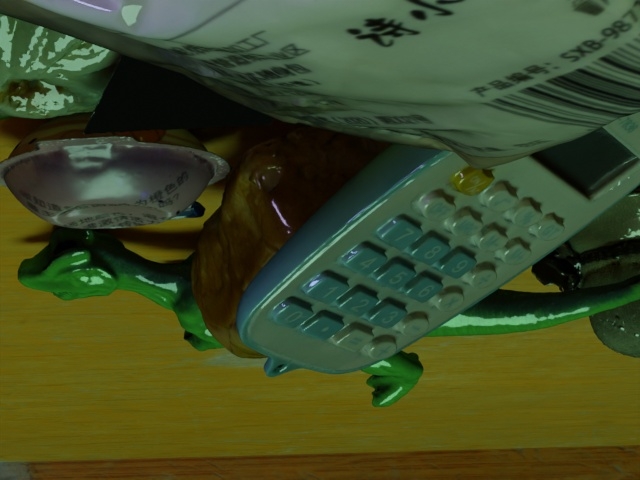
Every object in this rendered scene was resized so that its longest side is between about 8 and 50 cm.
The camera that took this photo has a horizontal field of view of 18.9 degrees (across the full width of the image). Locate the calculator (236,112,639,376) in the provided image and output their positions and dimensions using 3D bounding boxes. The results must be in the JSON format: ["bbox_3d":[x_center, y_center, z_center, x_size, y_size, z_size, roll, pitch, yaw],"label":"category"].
[{"bbox_3d":[0.105,-0.022,1.357,0.386,0.054,0.256,-40,154,13],"label":"calculator"}]

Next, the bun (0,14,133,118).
[{"bbox_3d":[-0.160,-0.130,1.095,0.195,0.118,0.195,-3,168,-1],"label":"bun"}]

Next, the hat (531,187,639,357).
[{"bbox_3d":[0.319,0.042,1.789,0.257,0.130,0.257,-1,165,0],"label":"hat"}]

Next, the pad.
[{"bbox_3d":[-0.052,-0.117,1.108,0.190,0.004,0.127,-8,133,-58],"label":"pad"}]

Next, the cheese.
[{"bbox_3d":[-0.158,-0.045,1.512,0.188,0.074,0.286,-3,169,7],"label":"cheese"}]

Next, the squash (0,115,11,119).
[{"bbox_3d":[-0.240,-0.107,1.266,0.219,0.068,0.077,-10,-168,29],"label":"squash"}]

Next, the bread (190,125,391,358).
[{"bbox_3d":[0.000,0.000,1.543,0.166,0.132,0.294,-14,167,-18],"label":"bread"}]

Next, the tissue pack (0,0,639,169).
[{"bbox_3d":[0.034,-0.145,0.871,0.390,0.195,0.375,13,155,-38],"label":"tissue pack"}]

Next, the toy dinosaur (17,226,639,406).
[{"bbox_3d":[0.006,0.017,1.753,0.374,0.144,0.500,25,149,-35],"label":"toy dinosaur"}]
